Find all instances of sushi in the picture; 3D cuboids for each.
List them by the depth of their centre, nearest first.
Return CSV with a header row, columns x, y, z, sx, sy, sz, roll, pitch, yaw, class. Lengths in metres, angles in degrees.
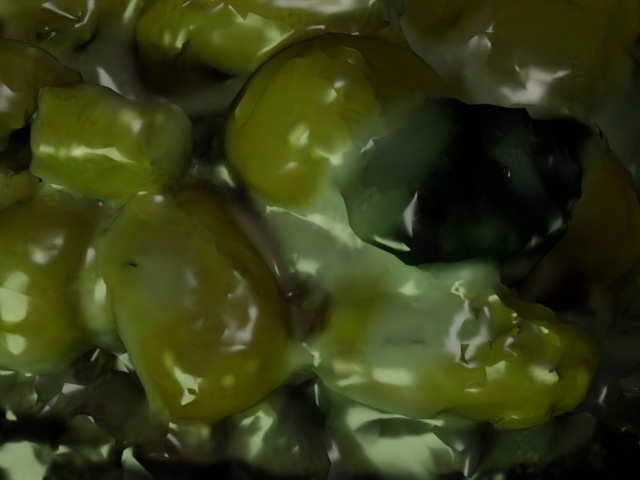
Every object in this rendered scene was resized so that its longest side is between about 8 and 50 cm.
x,y,z,sx,sy,sz,roll,pitch,yaw,class
0.000,0.000,0.652,0.329,0.328,0.285,30,130,19,sushi
